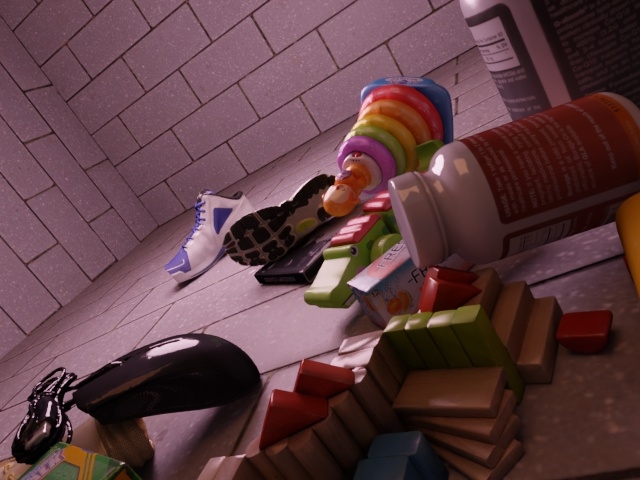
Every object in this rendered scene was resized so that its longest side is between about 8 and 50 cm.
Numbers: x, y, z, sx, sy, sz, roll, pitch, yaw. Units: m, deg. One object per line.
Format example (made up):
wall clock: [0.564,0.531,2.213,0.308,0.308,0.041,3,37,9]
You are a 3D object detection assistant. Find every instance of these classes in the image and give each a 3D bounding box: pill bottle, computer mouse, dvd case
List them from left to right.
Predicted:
computer mouse: [-0.207,0.161,0.585,0.272,0.072,0.188,-6,9,-22]
dvd case: [0.000,0.000,0.949,0.239,0.029,0.179,-42,19,-30]
pill bottle: [0.180,-0.049,0.464,0.216,0.121,0.121,-18,18,2]
pill bottle: [0.285,-0.246,0.541,0.210,0.362,0.210,-29,17,10]

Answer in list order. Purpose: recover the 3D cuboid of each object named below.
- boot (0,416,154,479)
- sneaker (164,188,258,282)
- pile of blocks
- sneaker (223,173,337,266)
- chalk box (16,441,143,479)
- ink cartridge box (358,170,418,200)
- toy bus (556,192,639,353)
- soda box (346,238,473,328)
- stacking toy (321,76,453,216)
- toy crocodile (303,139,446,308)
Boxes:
boot: [-0.322,0.284,0.621,0.203,0.095,0.262,-37,9,-29]
sneaker: [-0.316,-0.039,1.367,0.316,0.182,0.127,-37,16,-14]
pile of blocks: [0.042,0.126,0.367,0.362,0.112,0.149,-40,18,-21]
sneaker: [-0.060,-0.034,0.986,0.279,0.107,0.118,-28,-2,8]
chalk box: [-0.214,0.265,0.405,0.213,0.132,0.132,-16,23,44]
ink cartridge box: [0.144,-0.140,1.023,0.150,0.063,0.109,-43,19,-29]
toy bus: [0.262,0.001,0.337,0.191,0.104,0.202,-36,17,-12]
soda box: [0.124,0.026,0.588,0.183,0.063,0.058,-37,17,-14]
stacking toy: [0.090,-0.138,0.819,0.175,0.165,0.302,13,45,33]
toy crocodile: [0.100,-0.025,0.704,0.340,0.105,0.115,-42,19,-27]
